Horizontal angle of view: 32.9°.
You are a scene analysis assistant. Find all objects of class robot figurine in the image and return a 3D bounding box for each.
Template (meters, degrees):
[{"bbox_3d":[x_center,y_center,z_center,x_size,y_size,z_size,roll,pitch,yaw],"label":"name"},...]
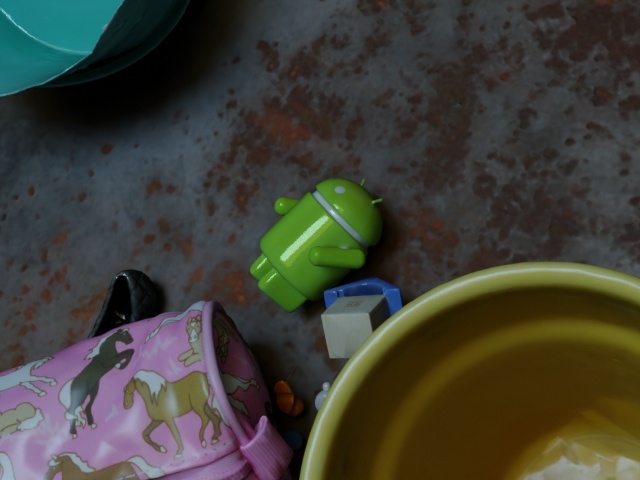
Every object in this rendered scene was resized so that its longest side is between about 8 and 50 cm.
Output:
[{"bbox_3d":[0.000,0.000,0.836,0.115,0.067,0.101,-44,31,5],"label":"robot figurine"}]

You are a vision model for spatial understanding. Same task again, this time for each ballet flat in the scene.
[{"bbox_3d":[-0.184,0.104,0.890,0.057,0.049,0.173,14,80,26],"label":"ballet flat"}]

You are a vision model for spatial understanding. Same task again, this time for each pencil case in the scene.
[{"bbox_3d":[-0.214,0.171,0.784,0.386,0.160,0.167,-21,69,2],"label":"pencil case"}]

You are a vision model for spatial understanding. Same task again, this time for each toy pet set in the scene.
[{"bbox_3d":[0.030,0.092,0.811,0.122,0.065,0.114,-4,106,25],"label":"toy pet set"}]

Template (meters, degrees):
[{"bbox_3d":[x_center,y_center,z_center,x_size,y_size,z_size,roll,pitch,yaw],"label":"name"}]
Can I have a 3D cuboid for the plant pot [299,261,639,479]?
[{"bbox_3d":[0.147,0.162,0.623,0.254,0.239,0.254,-7,71,21],"label":"plant pot"}]

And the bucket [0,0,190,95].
[{"bbox_3d":[-0.241,-0.261,0.908,0.281,0.183,0.281,4,107,15],"label":"bucket"}]
